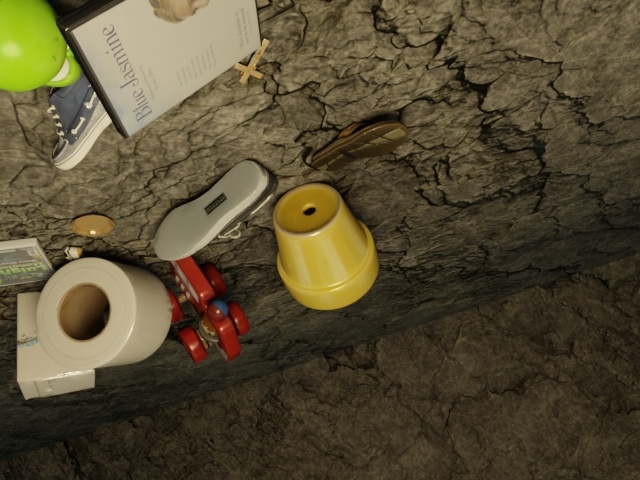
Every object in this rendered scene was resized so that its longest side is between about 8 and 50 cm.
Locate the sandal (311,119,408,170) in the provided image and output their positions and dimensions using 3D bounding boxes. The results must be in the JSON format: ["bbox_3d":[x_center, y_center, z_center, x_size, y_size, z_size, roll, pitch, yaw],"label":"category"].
[{"bbox_3d":[0.074,-0.203,0.986,0.219,0.060,0.090,-18,152,38],"label":"sandal"}]

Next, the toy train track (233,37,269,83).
[{"bbox_3d":[-0.106,-0.286,0.755,0.048,0.014,0.083,13,136,-35],"label":"toy train track"}]

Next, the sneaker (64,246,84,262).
[{"bbox_3d":[-0.569,0.035,1.101,0.037,0.032,0.083,14,146,-14],"label":"sneaker"}]

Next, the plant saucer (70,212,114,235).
[{"bbox_3d":[-0.485,-0.036,1.016,0.083,0.015,0.083,-13,154,-6],"label":"plant saucer"}]

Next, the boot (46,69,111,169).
[{"bbox_3d":[-0.382,-0.189,0.729,0.190,0.069,0.086,-39,141,23],"label":"boot"}]

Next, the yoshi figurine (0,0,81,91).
[{"bbox_3d":[-0.420,-0.233,0.468,0.362,0.203,0.203,1,143,-39],"label":"yoshi figurine"}]

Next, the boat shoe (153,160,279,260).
[{"bbox_3d":[-0.224,-0.054,1.037,0.306,0.113,0.105,-41,155,12],"label":"boat shoe"}]

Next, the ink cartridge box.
[{"bbox_3d":[-0.687,0.269,1.250,0.168,0.232,0.171,-3,151,-26],"label":"ink cartridge box"}]

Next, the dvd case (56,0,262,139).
[{"bbox_3d":[-0.181,-0.260,0.607,0.253,0.022,0.180,-42,161,-19],"label":"dvd case"}]

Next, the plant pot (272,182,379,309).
[{"bbox_3d":[0.000,0.000,1.151,0.254,0.254,0.239,-18,139,2],"label":"plant pot"}]

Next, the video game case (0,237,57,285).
[{"bbox_3d":[-0.708,0.055,1.056,0.190,0.022,0.173,-9,153,-17],"label":"video game case"}]

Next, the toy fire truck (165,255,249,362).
[{"bbox_3d":[-0.300,0.161,1.215,0.169,0.302,0.254,-30,164,-22],"label":"toy fire truck"}]

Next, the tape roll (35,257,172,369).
[{"bbox_3d":[-0.497,0.171,1.113,0.246,0.246,0.169,-19,167,5],"label":"tape roll"}]
